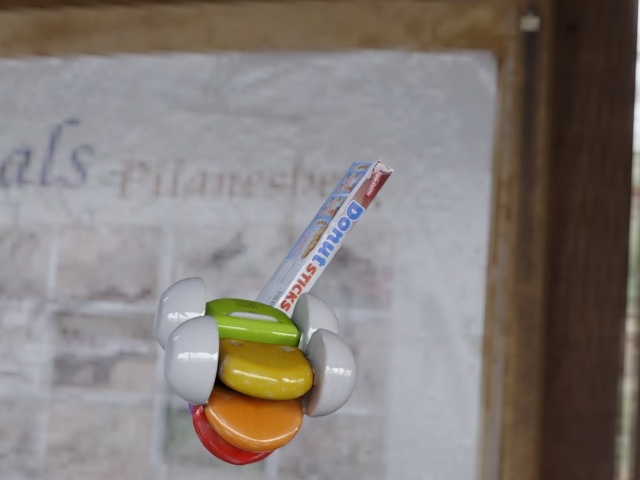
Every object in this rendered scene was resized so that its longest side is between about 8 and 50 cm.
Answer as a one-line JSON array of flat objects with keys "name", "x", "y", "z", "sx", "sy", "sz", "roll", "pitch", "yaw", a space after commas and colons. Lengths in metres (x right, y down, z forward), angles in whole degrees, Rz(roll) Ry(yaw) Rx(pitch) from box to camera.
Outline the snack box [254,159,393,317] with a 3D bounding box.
[{"name": "snack box", "x": 0.000, "y": 0.000, "z": 1.747, "sx": 0.022, "sy": 0.178, "sz": 0.064, "roll": 39, "pitch": -12, "yaw": -16}]

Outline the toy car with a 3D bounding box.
[{"name": "toy car", "x": -0.063, "y": 0.118, "z": 1.604, "sx": 0.159, "sy": 0.136, "sz": 0.182, "roll": 8, "pitch": 21, "yaw": -14}]
